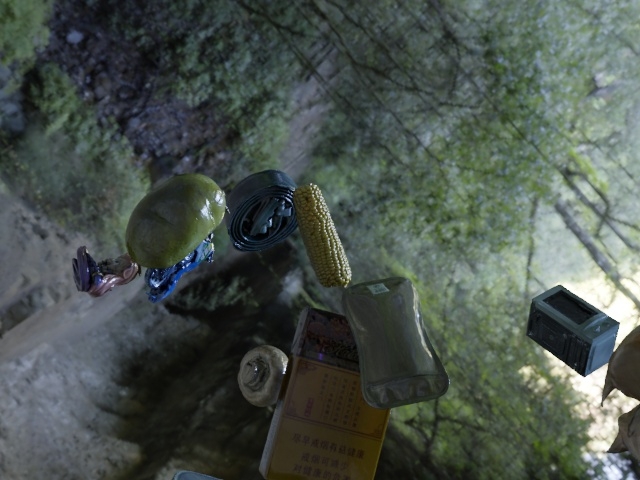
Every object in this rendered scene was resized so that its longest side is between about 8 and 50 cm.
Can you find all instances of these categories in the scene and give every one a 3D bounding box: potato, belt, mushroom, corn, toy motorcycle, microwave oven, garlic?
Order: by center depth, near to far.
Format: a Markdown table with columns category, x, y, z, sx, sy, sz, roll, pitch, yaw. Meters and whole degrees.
| category | x | y | z | sx | sy | sz | roll | pitch | yaw |
| --- | --- | --- | --- | --- | --- | --- | --- | --- | --- |
| garlic | 0.568 | 0.261 | 1.093 | 0.249 | 0.286 | 0.313 | -57 | -177 | -1 |
| potato | -0.327 | -0.044 | 1.607 | 0.248 | 0.169 | 0.143 | -48 | 157 | -6 |
| toy motorcycle | -0.330 | 0.041 | 1.740 | 0.254 | 0.092 | 0.135 | -48 | 150 | -29 |
| corn | 0.000 | 0.000 | 1.934 | 0.102 | 0.310 | 0.101 | -22 | -174 | 2 |
| microwave oven | 0.675 | 0.244 | 1.946 | 0.122 | 0.208 | 0.162 | -22 | 129 | -25 |
| mushroom | -0.158 | 0.367 | 1.961 | 0.127 | 0.166 | 0.166 | 24 | 126 | -38 |
| belt | -0.170 | -0.079 | 2.054 | 0.206 | 0.116 | 0.267 | 30 | 113 | -38 |

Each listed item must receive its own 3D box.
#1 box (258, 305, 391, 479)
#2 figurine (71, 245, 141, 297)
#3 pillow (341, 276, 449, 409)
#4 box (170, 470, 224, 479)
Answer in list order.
| category | x | y | z | sx | sy | sz | roll | pitch | yaw |
| --- | --- | --- | --- | --- | --- | --- | --- | --- | --- |
| box | 0.035 | 0.384 | 1.728 | 0.116 | 0.265 | 0.415 | 144 | -39 | -76 |
| figurine | -0.491 | 0.075 | 1.640 | 0.157 | 0.114 | 0.126 | 10 | -176 | -36 |
| pillow | 0.107 | 0.149 | 1.091 | 0.130 | 0.217 | 0.033 | -12 | 144 | -5 |
| box | -0.080 | 0.594 | 1.253 | 0.111 | 0.396 | 0.396 | -54 | -146 | 11 |
